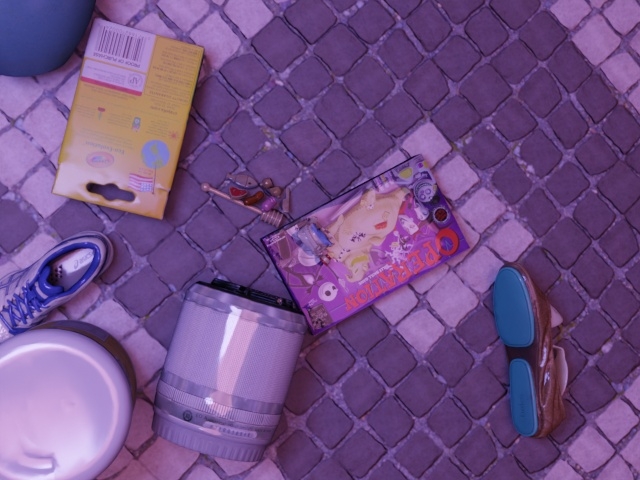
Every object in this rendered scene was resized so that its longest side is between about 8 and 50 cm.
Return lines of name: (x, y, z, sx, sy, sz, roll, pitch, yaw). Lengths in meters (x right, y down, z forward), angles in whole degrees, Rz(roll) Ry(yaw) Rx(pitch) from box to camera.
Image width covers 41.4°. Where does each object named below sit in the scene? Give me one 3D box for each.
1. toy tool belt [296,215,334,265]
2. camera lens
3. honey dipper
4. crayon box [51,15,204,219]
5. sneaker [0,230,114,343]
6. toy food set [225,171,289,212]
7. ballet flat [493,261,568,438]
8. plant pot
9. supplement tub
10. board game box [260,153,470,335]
toy tool belt: (0.000, 0.000, 1.529, 0.051, 0.052, 0.083, -45, 97, 0)
camera lens: (-0.155, 0.215, 1.453, 0.219, 0.219, 0.274, 17, 85, -9)
honey dipper: (-0.147, -0.067, 1.561, 0.160, 0.030, 0.031, 23, 84, -6)
crayon box: (-0.340, -0.210, 1.503, 0.202, 0.081, 0.319, 14, 85, -9)
sneaker: (-0.487, 0.084, 1.443, 0.296, 0.131, 0.112, -43, 98, -7)
toy food set: (-0.115, -0.088, 1.554, 0.122, 0.019, 0.078, 9, 57, -12)
ballet flat: (0.415, 0.204, 1.623, 0.124, 0.116, 0.343, -10, 90, -31)
plant pot: (-0.502, -0.388, 1.405, 0.290, 0.290, 0.195, -7, 125, -10)
supplement tub: (-0.416, 0.250, 1.348, 0.241, 0.331, 0.241, 0, 88, -11)
board game box: (0.086, 0.006, 1.593, 0.346, 0.056, 0.208, -29, 98, -10)
